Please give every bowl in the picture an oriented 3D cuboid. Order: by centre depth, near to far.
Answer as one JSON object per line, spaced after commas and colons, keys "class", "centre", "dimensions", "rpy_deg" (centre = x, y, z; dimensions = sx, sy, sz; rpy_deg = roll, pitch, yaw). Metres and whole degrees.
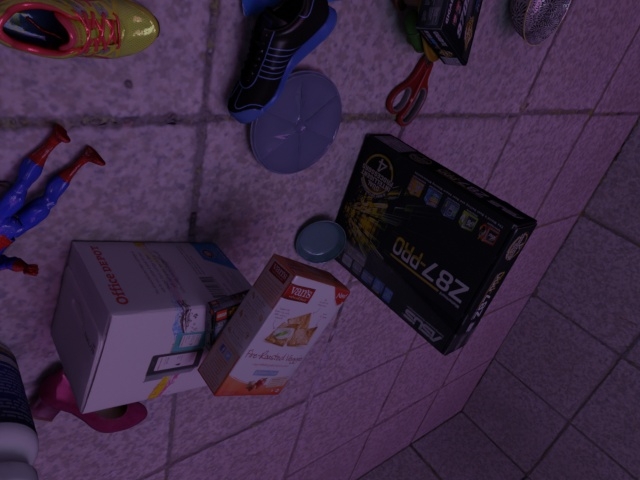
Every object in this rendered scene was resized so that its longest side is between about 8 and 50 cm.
{"class": "bowl", "centre": [0.485, -0.538, 1.061], "dimensions": [0.170, 0.080, 0.170], "rpy_deg": [-25, 138, -26]}

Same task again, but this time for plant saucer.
{"class": "plant saucer", "centre": [0.000, 0.000, 1.094], "dimensions": [0.120, 0.021, 0.119], "rpy_deg": [-7, 125, -10]}

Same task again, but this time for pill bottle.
{"class": "pill bottle", "centre": [-0.504, 0.281, 0.678], "dimensions": [0.153, 0.265, 0.153], "rpy_deg": [-26, 138, -26]}

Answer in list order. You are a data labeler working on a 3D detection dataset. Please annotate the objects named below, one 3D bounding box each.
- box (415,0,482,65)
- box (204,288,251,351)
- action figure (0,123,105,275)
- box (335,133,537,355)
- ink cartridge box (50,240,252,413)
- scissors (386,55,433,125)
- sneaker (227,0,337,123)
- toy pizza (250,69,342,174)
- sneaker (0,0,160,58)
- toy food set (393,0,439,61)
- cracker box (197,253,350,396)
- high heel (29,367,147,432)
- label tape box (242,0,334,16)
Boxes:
{"class": "box", "centre": [0.247, -0.454, 0.846], "dimensions": [0.175, 0.051, 0.220], "rpy_deg": [5, 100, -59]}
{"class": "box", "centre": [-0.123, 0.126, 0.781], "dimensions": [0.137, 0.027, 0.093], "rpy_deg": [-16, 130, -36]}
{"class": "action figure", "centre": [-0.406, -0.010, 0.625], "dimensions": [0.280, 0.139, 0.091], "rpy_deg": [-45, 142, 2]}
{"class": "box", "centre": [0.205, -0.005, 1.010], "dimensions": [0.097, 0.395, 0.318], "rpy_deg": [-12, 132, -40]}
{"class": "ink cartridge box", "centre": [-0.284, 0.132, 0.815], "dimensions": [0.270, 0.198, 0.197], "rpy_deg": [2, 121, -45]}
{"class": "scissors", "centre": [0.236, -0.388, 1.007], "dimensions": [0.109, 0.021, 0.297], "rpy_deg": [14, 112, -47]}
{"class": "sneaker", "centre": [-0.080, -0.288, 0.717], "dimensions": [0.232, 0.081, 0.090], "rpy_deg": [-47, 145, 15]}
{"class": "toy pizza", "centre": [-0.046, -0.217, 0.871], "dimensions": [0.201, 0.032, 0.201], "rpy_deg": [-25, 137, -26]}
{"class": "sneaker", "centre": [-0.287, -0.247, 0.555], "dimensions": [0.209, 0.094, 0.081], "rpy_deg": [-18, 133, -35]}
{"class": "toy food set", "centre": [0.184, -0.440, 0.873], "dimensions": [0.128, 0.071, 0.218], "rpy_deg": [-60, 148, -23]}
{"class": "cracker box", "centre": [-0.072, 0.146, 0.770], "dimensions": [0.156, 0.067, 0.232], "rpy_deg": [22, 104, -52]}
{"class": "high heel", "centre": [-0.432, 0.310, 0.931], "dimensions": [0.117, 0.082, 0.244], "rpy_deg": [-46, 131, 15]}
{"class": "label tape box", "centre": [0.014, -0.487, 0.619], "dimensions": [0.249, 0.115, 0.347], "rpy_deg": [-23, 136, -28]}
